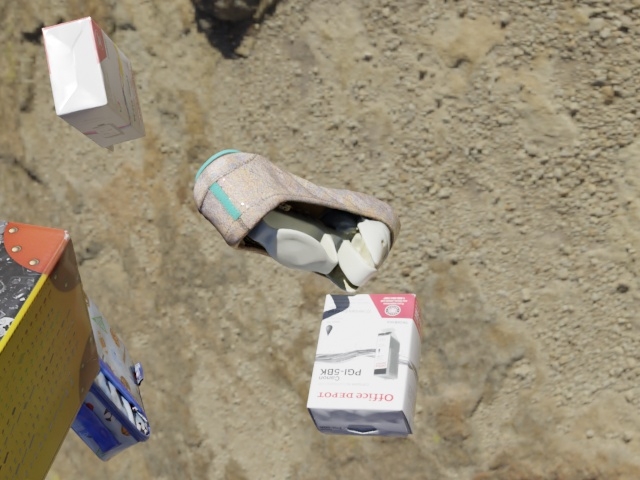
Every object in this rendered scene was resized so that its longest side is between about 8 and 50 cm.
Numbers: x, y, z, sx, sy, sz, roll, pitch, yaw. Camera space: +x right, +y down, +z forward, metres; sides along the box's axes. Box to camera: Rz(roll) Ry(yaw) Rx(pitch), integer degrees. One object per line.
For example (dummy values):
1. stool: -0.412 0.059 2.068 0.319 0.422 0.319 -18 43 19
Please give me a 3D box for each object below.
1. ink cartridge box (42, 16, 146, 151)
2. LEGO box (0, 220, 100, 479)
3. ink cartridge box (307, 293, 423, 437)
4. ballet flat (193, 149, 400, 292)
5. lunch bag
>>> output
1. ink cartridge box: -0.284 -0.195 1.143 0.067 0.198 0.115 -13 82 3
2. LEGO box: -0.449 0.193 0.687 0.372 0.500 0.193 8 132 7
3. ink cartridge box: 0.048 0.124 0.893 0.099 0.056 0.135 -2 51 16
4. ballet flat: 0.000 0.000 0.906 0.108 0.316 0.106 -52 52 20
5. lunch bag: -0.389 0.218 1.462 0.303 0.115 0.243 63 178 -41
